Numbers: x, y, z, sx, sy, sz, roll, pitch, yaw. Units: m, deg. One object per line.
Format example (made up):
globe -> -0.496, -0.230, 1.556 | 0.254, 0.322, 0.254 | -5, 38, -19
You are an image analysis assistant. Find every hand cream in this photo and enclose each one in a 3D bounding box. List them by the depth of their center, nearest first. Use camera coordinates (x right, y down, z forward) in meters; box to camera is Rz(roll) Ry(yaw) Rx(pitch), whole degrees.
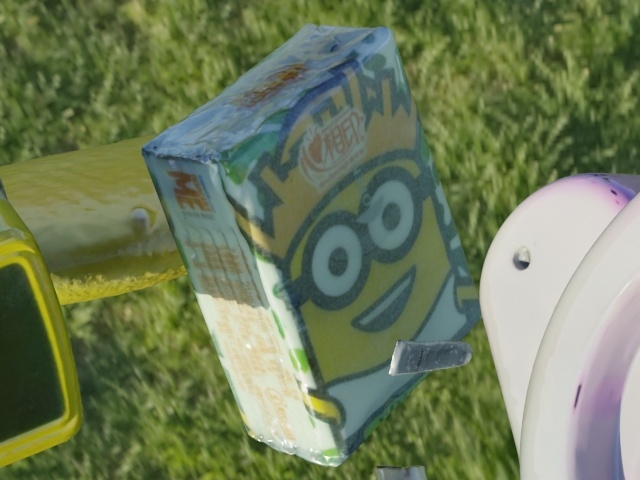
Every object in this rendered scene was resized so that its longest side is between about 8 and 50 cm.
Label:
hand cream -> 0.090, 0.090, 1.293 | 0.019, 0.093, 0.030 | 28, 109, 37

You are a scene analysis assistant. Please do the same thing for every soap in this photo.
soap -> -0.239, -0.020, 1.698 | 0.427, 0.115, 0.306 | -16, 29, -35

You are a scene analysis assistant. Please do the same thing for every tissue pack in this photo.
tissue pack -> 0.000, 0.000, 1.401 | 0.128, 0.311, 0.228 | 10, 40, 41

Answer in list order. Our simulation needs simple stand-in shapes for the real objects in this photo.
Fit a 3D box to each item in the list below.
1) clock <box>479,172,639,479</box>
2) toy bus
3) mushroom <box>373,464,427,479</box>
clock -> 0.162, 0.057, 0.456 | 0.090, 0.248, 0.228 | 0, 69, -39
toy bus -> -0.369, 0.009, 1.332 | 0.249, 0.209, 0.440 | -22, 34, -18
mushroom -> 0.072, 0.257, 1.455 | 0.154, 0.154, 0.123 | 3, 67, 14
